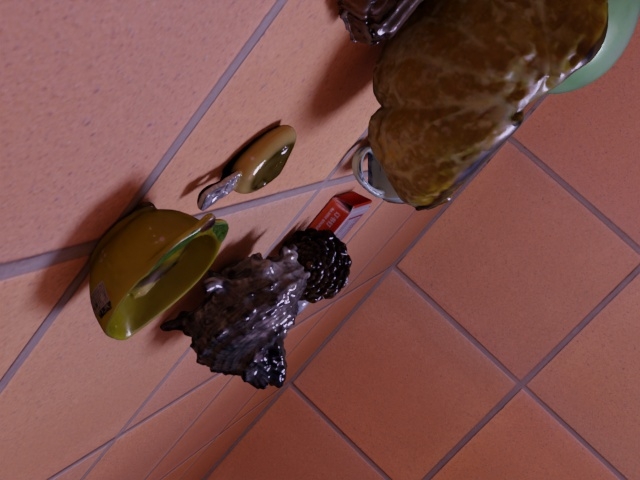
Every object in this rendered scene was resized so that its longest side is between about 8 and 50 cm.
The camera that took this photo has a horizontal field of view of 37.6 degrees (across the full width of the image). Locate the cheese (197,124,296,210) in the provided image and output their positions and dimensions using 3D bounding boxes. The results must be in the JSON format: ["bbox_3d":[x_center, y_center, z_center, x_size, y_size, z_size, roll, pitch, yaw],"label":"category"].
[{"bbox_3d":[-0.091,-0.080,1.110,0.162,0.036,0.086,-38,166,-46],"label":"cheese"}]

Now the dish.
[{"bbox_3d":[-0.182,0.018,0.980,0.207,0.080,0.149,-51,166,32],"label":"dish"}]

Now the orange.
[{"bbox_3d":[0.194,-0.225,1.205,0.368,0.210,0.271,-45,-166,1],"label":"orange"}]

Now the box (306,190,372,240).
[{"bbox_3d":[0.000,-0.001,1.820,0.229,0.050,0.123,-50,171,20],"label":"box"}]

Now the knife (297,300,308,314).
[{"bbox_3d":[-0.043,0.141,2.304,0.080,0.044,0.331,-54,177,0],"label":"knife"}]

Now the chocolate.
[{"bbox_3d":[0.145,-0.337,0.992,0.329,0.065,0.102,-48,170,-1],"label":"chocolate"}]

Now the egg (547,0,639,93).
[{"bbox_3d":[0.398,-0.365,1.529,0.220,0.220,0.269,-39,161,-42],"label":"egg"}]

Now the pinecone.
[{"bbox_3d":[-0.010,0.044,1.703,0.140,0.140,0.121,-48,-174,8],"label":"pinecone"}]

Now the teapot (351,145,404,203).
[{"bbox_3d":[0.146,-0.151,1.621,0.232,0.159,0.159,-29,163,-31],"label":"teapot"}]

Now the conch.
[{"bbox_3d":[-0.110,0.108,1.491,0.240,0.186,0.313,-50,153,-18],"label":"conch"}]
